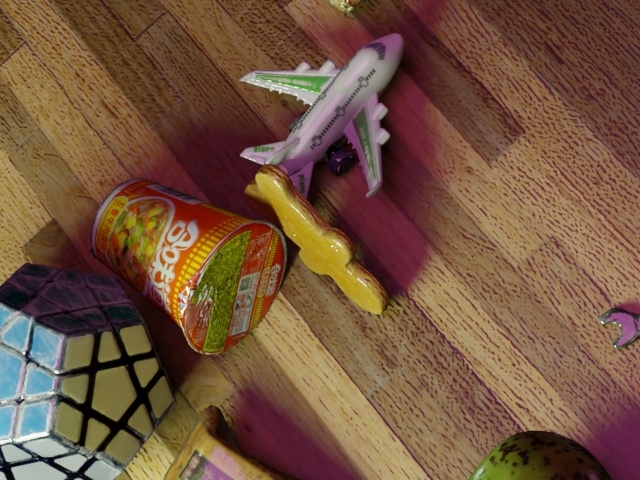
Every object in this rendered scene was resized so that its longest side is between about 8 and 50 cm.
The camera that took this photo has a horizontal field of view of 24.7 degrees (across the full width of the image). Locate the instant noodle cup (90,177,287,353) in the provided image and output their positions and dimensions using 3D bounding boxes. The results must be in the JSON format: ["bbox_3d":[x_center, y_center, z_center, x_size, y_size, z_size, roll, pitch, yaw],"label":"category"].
[{"bbox_3d":[-0.184,0.018,1.893,0.212,0.193,0.193,28,87,30],"label":"instant noodle cup"}]

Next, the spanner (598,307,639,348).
[{"bbox_3d":[0.460,0.088,1.735,0.254,0.015,0.054,-10,76,17],"label":"spanner"}]

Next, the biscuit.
[{"bbox_3d":[0.001,-0.001,1.840,0.240,0.158,0.035,46,74,-7],"label":"biscuit"}]

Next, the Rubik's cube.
[{"bbox_3d":[-0.340,0.186,1.847,0.319,0.264,0.319,-4,77,18],"label":"Rubik's cube"}]

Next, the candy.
[{"bbox_3d":[-0.069,0.333,1.814,0.271,0.101,0.143,32,83,17],"label":"candy"}]

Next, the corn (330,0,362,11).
[{"bbox_3d":[0.091,-0.409,1.948,0.079,0.079,0.237,38,92,23],"label":"corn"}]

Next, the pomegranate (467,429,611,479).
[{"bbox_3d":[0.281,0.331,1.661,0.248,0.214,0.214,10,78,-17],"label":"pomegranate"}]

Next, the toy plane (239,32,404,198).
[{"bbox_3d":[0.021,-0.168,1.903,0.255,0.101,0.251,-47,67,-1],"label":"toy plane"}]
